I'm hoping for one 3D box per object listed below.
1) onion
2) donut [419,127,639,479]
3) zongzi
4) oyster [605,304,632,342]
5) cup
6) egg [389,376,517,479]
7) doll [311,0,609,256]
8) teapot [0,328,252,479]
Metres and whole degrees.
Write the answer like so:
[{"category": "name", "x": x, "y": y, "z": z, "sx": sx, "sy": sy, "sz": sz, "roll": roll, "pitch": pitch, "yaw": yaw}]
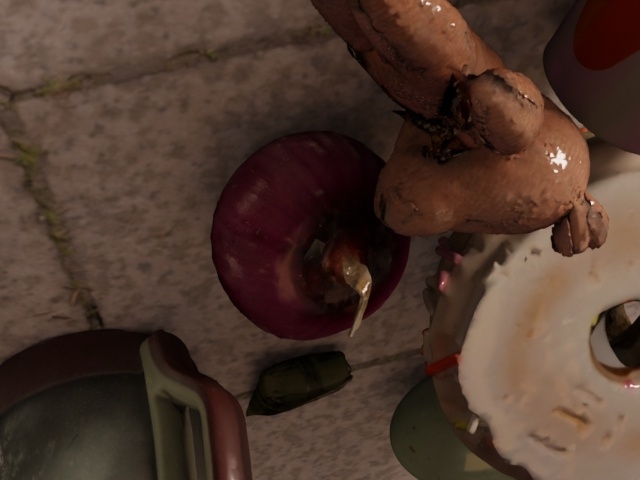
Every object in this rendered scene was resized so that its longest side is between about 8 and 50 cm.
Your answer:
[{"category": "onion", "x": -0.006, "y": -0.004, "z": 0.877, "sx": 0.177, "sy": 0.177, "sz": 0.153, "roll": 9, "pitch": 168, "yaw": -30}, {"category": "donut", "x": 0.269, "y": 0.065, "z": 1.000, "sx": 0.383, "sy": 0.142, "sz": 0.382, "roll": -5, "pitch": 113, "yaw": -12}, {"category": "zongzi", "x": -0.025, "y": 0.166, "z": 1.171, "sx": 0.104, "sy": 0.052, "sz": 0.113, "roll": -9, "pitch": 155, "yaw": -21}, {"category": "oyster", "x": 0.251, "y": 0.079, "z": 1.145, "sx": 0.233, "sy": 0.107, "sz": 0.161, "roll": 21, "pitch": 131, "yaw": -16}, {"category": "cup", "x": 0.294, "y": -0.201, "z": 0.749, "sx": 0.203, "sy": 0.203, "sz": 0.288, "roll": 5, "pitch": 143, "yaw": -27}, {"category": "egg", "x": 0.176, "y": 0.220, "z": 1.230, "sx": 0.192, "sy": 0.149, "sz": 0.149, "roll": -2, "pitch": 140, "yaw": -7}, {"category": "doll", "x": 0.072, "y": -0.089, "z": 0.766, "sx": 0.156, "sy": 0.201, "sz": 0.303, "roll": -50, "pitch": 131, "yaw": 6}, {"category": "teapot", "x": -0.175, "y": 0.252, "z": 0.998, "sx": 0.233, "sy": 0.312, "sz": 0.315, "roll": 19, "pitch": 129, "yaw": -40}]
